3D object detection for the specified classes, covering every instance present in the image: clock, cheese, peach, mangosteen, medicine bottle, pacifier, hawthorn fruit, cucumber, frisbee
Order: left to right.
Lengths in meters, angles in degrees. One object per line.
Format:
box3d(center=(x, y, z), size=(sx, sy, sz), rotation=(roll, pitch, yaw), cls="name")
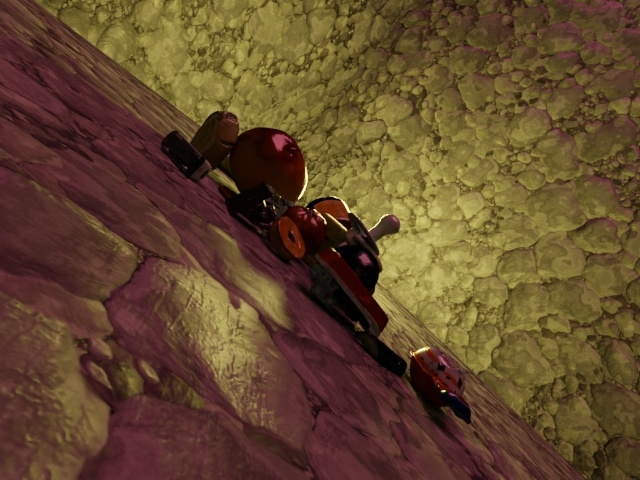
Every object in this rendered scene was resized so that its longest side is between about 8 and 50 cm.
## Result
box3d(center=(-0.289, -0.127, 1.660), size=(0.250, 0.021, 0.251), rotation=(41, 6, -5), cls="frisbee")
box3d(center=(-0.219, -0.299, 1.804), size=(0.372, 0.289, 0.373), rotation=(44, -33, 38), cls="peach")
box3d(center=(-0.072, -0.023, 1.588), size=(0.178, 0.201, 0.179), rotation=(17, 32, -11), cls="hawthorn fruit")
box3d(center=(0.000, 0.000, 1.720), size=(0.143, 0.202, 0.096), rotation=(41, 6, 2), cls="clock")
box3d(center=(0.064, 0.012, 1.902), size=(0.242, 0.242, 0.395), rotation=(36, 27, -47), cls="medicine bottle")
box3d(center=(0.110, 0.134, 1.512), size=(0.211, 0.211, 0.250), rotation=(48, -10, 51), cls="mangosteen")
box3d(center=(0.210, -0.014, 1.636), size=(0.238, 0.225, 0.287), rotation=(51, -6, 31), cls="pacifier")
box3d(center=(0.182, 0.327, 1.229), size=(0.220, 0.046, 0.070), rotation=(39, 13, -27), cls="cucumber")
box3d(center=(0.350, 0.414, 1.253), size=(0.217, 0.129, 0.329), rotation=(40, 5, -2), cls="cheese")

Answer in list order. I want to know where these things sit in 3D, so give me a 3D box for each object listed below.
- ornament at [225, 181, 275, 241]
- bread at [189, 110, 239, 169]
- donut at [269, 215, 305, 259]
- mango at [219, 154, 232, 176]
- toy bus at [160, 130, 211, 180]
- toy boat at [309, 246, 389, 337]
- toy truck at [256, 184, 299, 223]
box3d(center=(-0.207, -0.066, 1.482), size=(0.196, 0.153, 0.166), rotation=(66, -6, -27), cls="ornament")
box3d(center=(-0.424, -0.401, 1.746), size=(0.124, 0.257, 0.186), rotation=(26, 35, -40), cls="bread")
box3d(center=(-0.112, -0.002, 1.433), size=(0.152, 0.058, 0.152), rotation=(45, 33, -40), cls="donut")
box3d(center=(-0.414, -0.374, 2.210), size=(0.293, 0.143, 0.175), rotation=(28, 15, -21), cls="mango")
box3d(center=(-0.446, -0.281, 1.440), size=(0.194, 0.087, 0.089), rotation=(43, -2, 24), cls="toy bus")
box3d(center=(0.083, 0.184, 1.302), size=(0.332, 0.133, 0.145), rotation=(51, -4, -19), cls="toy boat")
box3d(center=(-0.184, -0.108, 1.659), size=(0.135, 0.129, 0.259), rotation=(11, -14, 39), cls="toy truck")
